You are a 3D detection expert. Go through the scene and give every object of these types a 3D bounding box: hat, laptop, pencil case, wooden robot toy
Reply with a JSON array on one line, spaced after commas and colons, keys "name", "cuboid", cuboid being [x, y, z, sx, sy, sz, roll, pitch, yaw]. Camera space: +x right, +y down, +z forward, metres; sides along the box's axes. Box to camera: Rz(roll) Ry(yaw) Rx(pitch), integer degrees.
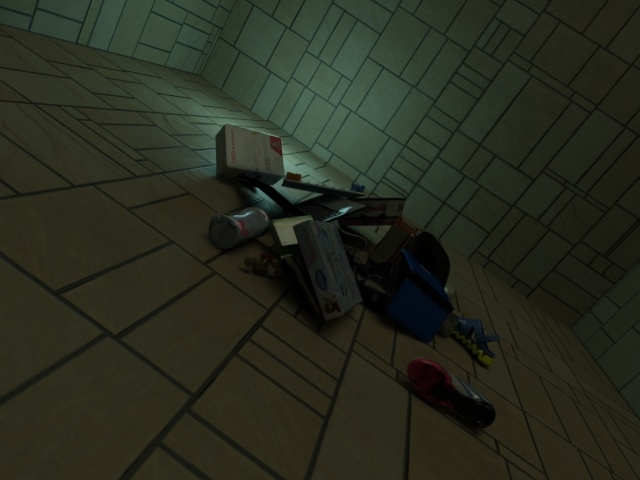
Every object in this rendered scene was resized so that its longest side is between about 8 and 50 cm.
[{"name": "hat", "cuboid": [0.437, 0.131, 1.881, 0.332, 0.330, 0.134, 21, -20, -33]}, {"name": "laptop", "cuboid": [-0.076, -0.220, 1.873, 0.408, 0.236, 0.382, -21, 24, -20]}, {"name": "pencil case", "cuboid": [-0.286, -0.051, 1.498, 0.124, 0.113, 0.273, 51, 21, 5]}, {"name": "wooden robot toy", "cuboid": [-0.197, 0.074, 1.420, 0.173, 0.076, 0.079, 19, 13, -37]}]

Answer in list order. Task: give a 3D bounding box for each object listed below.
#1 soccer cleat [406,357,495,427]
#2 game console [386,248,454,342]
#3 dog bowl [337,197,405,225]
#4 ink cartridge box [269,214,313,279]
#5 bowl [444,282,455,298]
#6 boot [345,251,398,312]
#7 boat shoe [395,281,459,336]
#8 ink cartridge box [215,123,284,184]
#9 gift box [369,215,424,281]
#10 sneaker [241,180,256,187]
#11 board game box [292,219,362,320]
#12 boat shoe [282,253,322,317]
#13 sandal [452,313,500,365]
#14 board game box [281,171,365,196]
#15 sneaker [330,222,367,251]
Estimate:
[{"name": "soccer cleat", "cuboid": [0.413, 0.488, 1.369, 0.331, 0.116, 0.143, 35, 3, -2]}, {"name": "game console", "cuboid": [0.385, 0.225, 1.700, 0.293, 0.173, 0.250, 40, 22, -28]}, {"name": "dog bowl", "cuboid": [0.269, -0.160, 2.333, 0.409, 0.150, 0.408, 0, 4, 0]}, {"name": "ink cartridge box", "cuboid": [-0.076, 0.021, 1.558, 0.171, 0.056, 0.235, -8, 60, -29]}, {"name": "bowl", "cuboid": [0.703, 0.271, 2.395, 0.142, 0.053, 0.142, 10, 28, -50]}, {"name": "boot", "cuboid": [0.107, 0.088, 1.784, 0.446, 0.146, 0.367, 29, 18, -1]}, {"name": "boat shoe", "cuboid": [0.465, 0.306, 1.892, 0.321, 0.103, 0.118, 35, 35, 19]}, {"name": "ink cartridge box", "cuboid": [-0.340, -0.408, 2.021, 0.307, 0.131, 0.225, 5, 71, -35]}, {"name": "gift box", "cuboid": [0.420, 0.056, 2.144, 0.255, 0.258, 0.276, 37, 20, 9]}, {"name": "sneaker", "cuboid": [-0.381, -0.353, 2.088, 0.224, 0.098, 0.083, 33, 19, -2]}, {"name": "board game box", "cuboid": [0.034, 0.091, 1.442, 0.318, 0.066, 0.318, 71, 16, 6]}, {"name": "boat shoe", "cuboid": [-0.039, 0.137, 1.406, 0.095, 0.095, 0.257, -19, 55, -18]}, {"name": "sandal", "cuboid": [0.680, 0.407, 1.894, 0.317, 0.138, 0.126, 43, 12, 25]}, {"name": "board game box", "cuboid": [0.003, -0.276, 2.132, 0.391, 0.050, 0.390, 9, 2, -8]}, {"name": "sneaker", "cuboid": [0.076, -0.009, 2.045, 0.290, 0.105, 0.123, 25, -13, -3]}]
